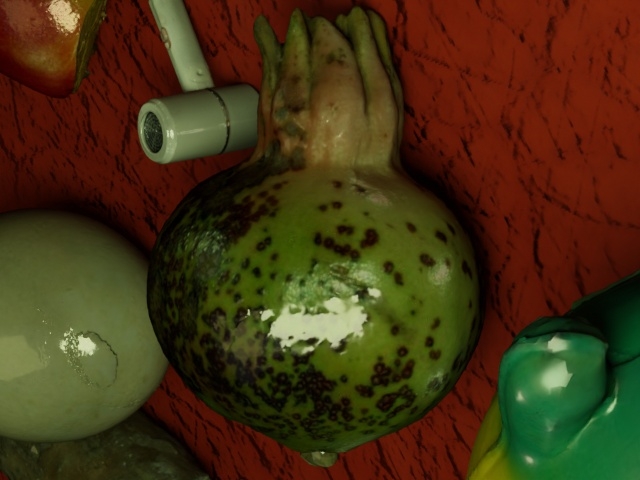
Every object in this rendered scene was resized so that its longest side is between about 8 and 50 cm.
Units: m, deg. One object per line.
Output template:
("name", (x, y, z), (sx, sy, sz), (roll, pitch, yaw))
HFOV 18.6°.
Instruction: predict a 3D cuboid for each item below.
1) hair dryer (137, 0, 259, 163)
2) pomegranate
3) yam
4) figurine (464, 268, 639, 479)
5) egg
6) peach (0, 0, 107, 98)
("hair dryer", (-0.099, -0.123, 1.380), (0.047, 0.082, 0.137), (-39, 68, 54))
("pomegranate", (0.008, 0.000, 1.267), (0.222, 0.277, 0.204), (5, 159, 26))
("yam", (-0.224, 0.171, 1.680), (0.330, 0.133, 0.133), (35, 137, 35))
("figurine", (0.215, 0.122, 1.033), (0.340, 0.323, 0.231), (-47, 32, 48))
("egg", (-0.223, 0.067, 1.555), (0.253, 0.186, 0.187), (9, 120, 50))
("peach", (-0.210, -0.186, 1.441), (0.118, 0.151, 0.151), (14, 142, -13))
